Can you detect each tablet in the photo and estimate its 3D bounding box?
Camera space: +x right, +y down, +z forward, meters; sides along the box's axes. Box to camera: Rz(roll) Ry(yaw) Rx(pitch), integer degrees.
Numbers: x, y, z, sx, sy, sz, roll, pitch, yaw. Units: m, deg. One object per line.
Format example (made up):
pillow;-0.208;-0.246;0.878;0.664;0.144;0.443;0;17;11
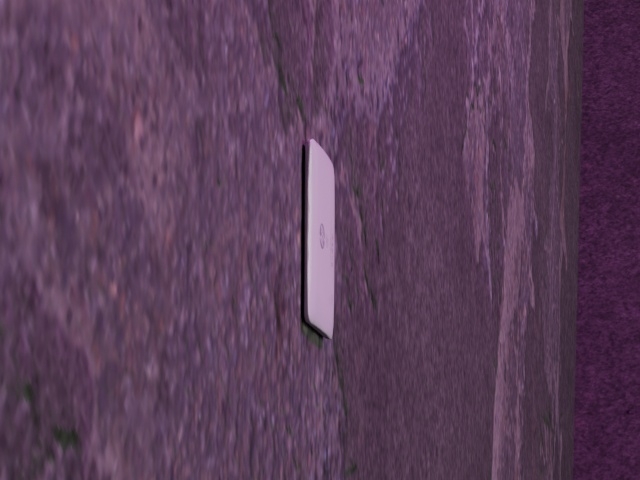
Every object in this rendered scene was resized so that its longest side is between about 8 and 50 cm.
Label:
tablet;0.000;0.000;0.892;0.054;0.006;0.083;47;42;-74
